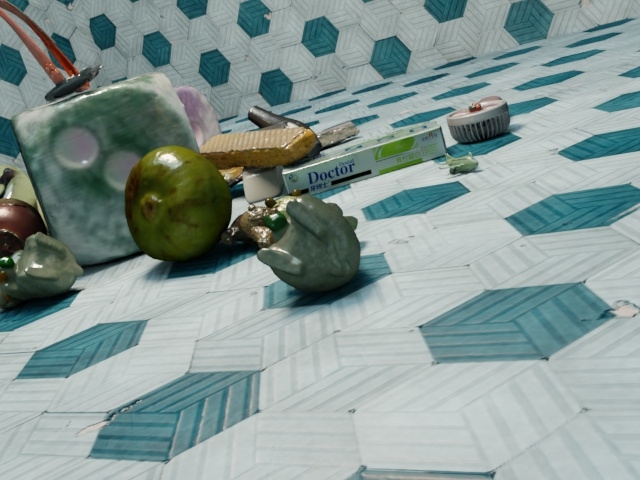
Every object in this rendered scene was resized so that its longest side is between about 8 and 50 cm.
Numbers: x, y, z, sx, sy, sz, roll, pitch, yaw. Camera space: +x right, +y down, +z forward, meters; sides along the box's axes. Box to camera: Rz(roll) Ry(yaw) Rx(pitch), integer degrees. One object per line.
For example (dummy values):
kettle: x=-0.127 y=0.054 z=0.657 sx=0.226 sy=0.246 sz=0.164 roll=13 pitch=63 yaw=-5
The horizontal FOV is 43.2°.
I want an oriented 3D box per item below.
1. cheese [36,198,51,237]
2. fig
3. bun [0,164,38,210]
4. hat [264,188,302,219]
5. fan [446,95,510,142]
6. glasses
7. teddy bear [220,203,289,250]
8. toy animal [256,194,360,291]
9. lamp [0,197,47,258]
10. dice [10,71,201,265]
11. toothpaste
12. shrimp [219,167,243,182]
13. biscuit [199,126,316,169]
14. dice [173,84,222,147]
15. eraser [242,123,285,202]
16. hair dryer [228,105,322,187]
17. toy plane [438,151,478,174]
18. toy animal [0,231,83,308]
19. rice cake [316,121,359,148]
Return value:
cheese: x=-0.622 y=-0.026 z=1.884 sx=0.050 sy=0.127 sz=0.255 roll=-14 pitch=32 yaw=-16
fig: x=-0.236 y=-0.064 z=1.431 sx=0.203 sy=0.203 sz=0.225 roll=-10 pitch=-3 yaw=26
bun: x=-0.816 y=-0.038 z=2.009 sx=0.293 sy=0.187 sz=0.293 roll=-17 pitch=40 yaw=14
hat: x=-0.059 y=-0.057 z=1.462 sx=0.077 sy=0.059 sz=0.076 roll=-13 pitch=19 yaw=-1
fan: x=0.352 y=-0.274 z=1.754 sx=0.130 sy=0.074 sz=0.244 roll=-11 pitch=15 yaw=23
glasses: x=-0.548 y=-0.398 z=1.570 sx=0.118 sy=0.268 sz=0.234 roll=-35 pitch=17 yaw=2
teddy bear: x=-0.107 y=-0.027 z=1.364 sx=0.119 sy=0.078 sz=0.160 roll=-30 pitch=20 yaw=-28
toy animal: x=0.000 y=0.003 z=1.117 sx=0.125 sy=0.127 sz=0.251 roll=-26 pitch=-2 yaw=13
lamp: x=-0.659 y=-0.001 z=1.715 sx=0.180 sy=0.180 sz=0.258 roll=-21 pitch=15 yaw=-14
dice: x=-0.428 y=-0.155 z=1.694 sx=0.348 sy=0.328 sz=0.330 roll=-22 pitch=16 yaw=-19
toothpaste: x=0.089 y=-0.167 z=1.675 sx=0.336 sy=0.067 sz=0.081 roll=-17 pitch=15 yaw=4
shrimp: x=-0.209 y=-0.203 z=2.169 sx=0.154 sy=0.062 sz=0.294 roll=11 pitch=32 yaw=37
biscuit: x=-0.157 y=-0.204 z=1.806 sx=0.378 sy=0.054 sz=0.094 roll=4 pitch=39 yaw=49
dice: x=-0.449 y=-0.266 z=2.234 sx=0.271 sy=0.270 sz=0.270 roll=-8 pitch=18 yaw=31
eraser: x=-0.125 y=-0.188 z=1.890 sx=0.089 sy=0.061 sz=0.352 roll=-16 pitch=25 yaw=10
hair dryer: x=-0.156 y=-0.231 z=2.062 sx=0.235 sy=0.091 sz=0.271 roll=33 pitch=59 yaw=25
toy plane: x=0.253 y=-0.138 z=1.454 sx=0.080 sy=0.033 sz=0.083 roll=-25 pitch=24 yaw=-31
toy animal: x=-0.542 y=0.077 z=1.478 sx=0.236 sy=0.138 sz=0.108 roll=-34 pitch=43 yaw=38
rice cake: x=-0.024 y=-0.259 z=2.169 sx=0.269 sy=0.049 sz=0.055 roll=-21 pitch=1 yaw=-8
